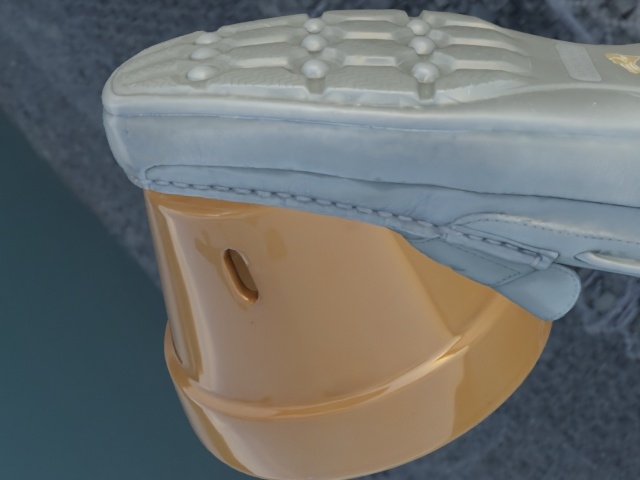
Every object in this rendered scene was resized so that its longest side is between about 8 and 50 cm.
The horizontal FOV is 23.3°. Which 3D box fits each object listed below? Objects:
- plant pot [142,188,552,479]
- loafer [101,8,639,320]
[{"bbox_3d":[0.000,0.000,1.114,0.291,0.291,0.203,2,131,35],"label":"plant pot"},{"bbox_3d":[0.078,-0.021,0.584,0.319,0.112,0.111,5,116,1],"label":"loafer"}]
